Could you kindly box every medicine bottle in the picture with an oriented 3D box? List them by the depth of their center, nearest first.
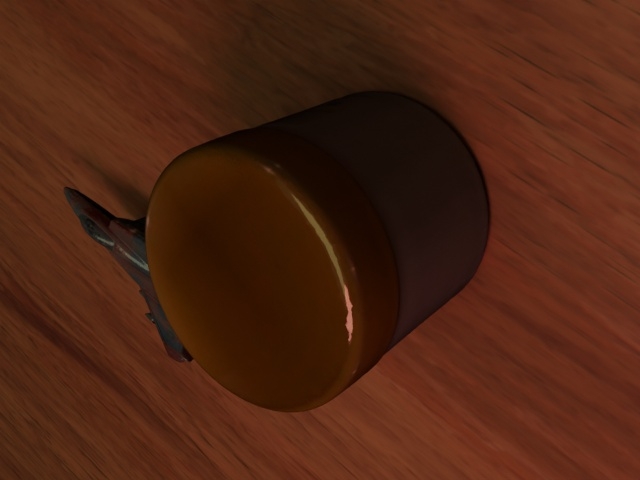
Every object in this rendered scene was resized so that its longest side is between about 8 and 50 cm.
[{"bbox_3d":[0.000,0.000,0.733,0.237,0.232,0.238,17,120,33],"label":"medicine bottle"}]

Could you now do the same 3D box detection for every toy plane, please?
[{"bbox_3d":[-0.206,0.025,1.011,0.326,0.104,0.223,43,131,22],"label":"toy plane"}]
